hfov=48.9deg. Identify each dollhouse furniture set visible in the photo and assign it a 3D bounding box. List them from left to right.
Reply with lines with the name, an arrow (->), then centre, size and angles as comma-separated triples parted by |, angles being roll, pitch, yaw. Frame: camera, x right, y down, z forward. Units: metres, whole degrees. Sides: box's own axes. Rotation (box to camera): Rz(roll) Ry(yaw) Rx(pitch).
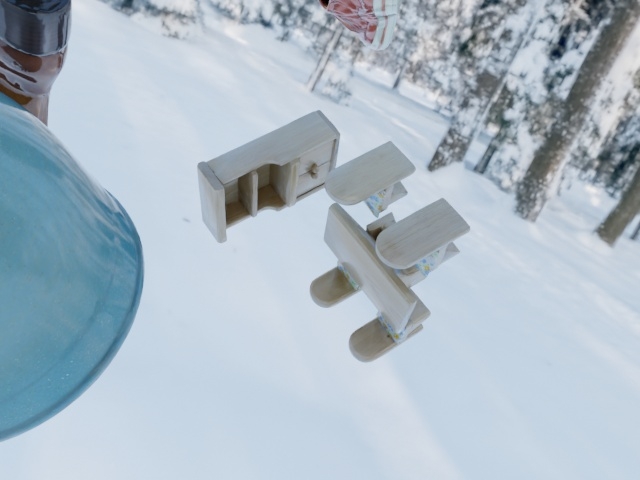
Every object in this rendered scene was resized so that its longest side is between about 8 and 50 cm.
dollhouse furniture set -> 0.000, 0.000, 1.208 | 0.257, 0.362, 0.394 | -29, 66, -20

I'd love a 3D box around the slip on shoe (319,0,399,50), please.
slip on shoe -> 0.050, -0.299, 0.823 | 0.102, 0.122, 0.331 | 14, 10, 3

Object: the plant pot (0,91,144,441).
plant pot -> -0.304, -0.012, 0.517 | 0.272, 0.271, 0.255 | 32, -21, 23

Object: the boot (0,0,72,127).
boot -> -0.361, -0.207, 0.691 | 0.264, 0.280, 0.096 | 34, 53, -5
